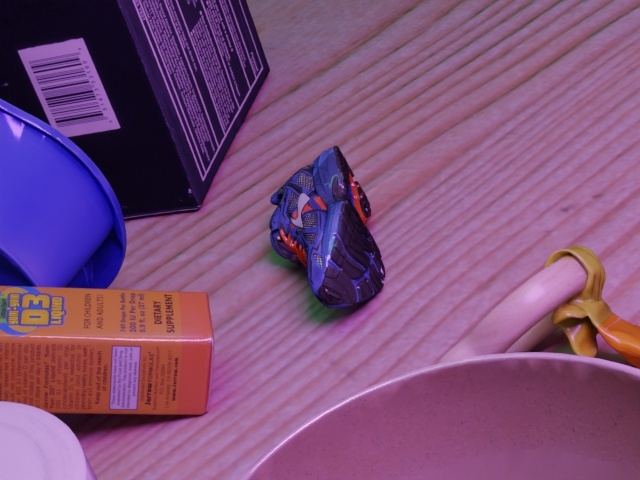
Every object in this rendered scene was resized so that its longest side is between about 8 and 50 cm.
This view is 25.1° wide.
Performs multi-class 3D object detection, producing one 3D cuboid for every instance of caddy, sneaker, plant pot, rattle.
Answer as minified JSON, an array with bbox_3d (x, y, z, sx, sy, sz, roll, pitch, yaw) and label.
[{"bbox_3d":[-0.339,-0.032,1.256,0.341,0.241,0.179,29,44,-7],"label":"caddy"},{"bbox_3d":[0.000,0.000,1.259,0.087,0.083,0.221,-28,24,11],"label":"sneaker"},{"bbox_3d":[0.094,0.220,0.728,0.284,0.191,0.284,-14,30,8],"label":"plant pot"},{"bbox_3d":[0.148,0.109,1.035,0.200,0.143,0.130,-40,1,-6],"label":"rattle"}]

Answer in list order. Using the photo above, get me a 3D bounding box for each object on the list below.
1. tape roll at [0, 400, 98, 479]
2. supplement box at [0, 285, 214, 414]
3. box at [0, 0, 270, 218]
[{"bbox_3d":[-0.231,0.241,0.894,0.246,0.169,0.246,-14,30,9],"label":"tape roll"},{"bbox_3d":[-0.204,0.086,1.139,0.233,0.080,0.078,0,30,-10],"label":"supplement box"},{"bbox_3d":[-0.207,-0.219,1.495,0.183,0.296,0.294,-7,32,20],"label":"box"}]
